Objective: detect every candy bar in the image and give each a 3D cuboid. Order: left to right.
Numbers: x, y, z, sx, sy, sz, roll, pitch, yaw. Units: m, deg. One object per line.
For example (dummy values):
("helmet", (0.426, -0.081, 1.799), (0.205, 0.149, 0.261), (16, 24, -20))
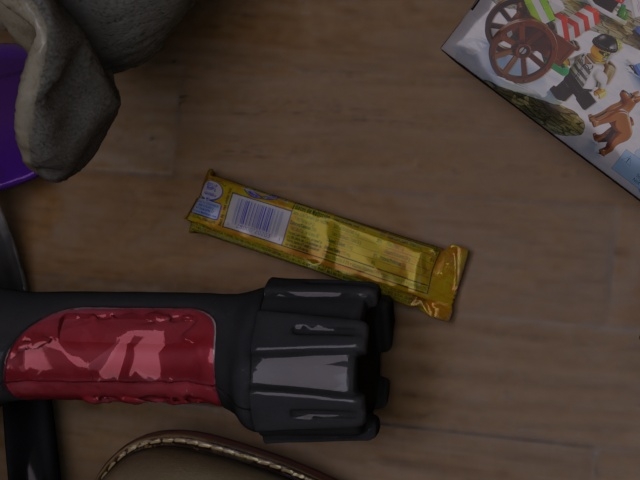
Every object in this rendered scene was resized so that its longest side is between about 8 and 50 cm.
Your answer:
("candy bar", (0.000, 0.000, 0.961), (0.161, 0.018, 0.040), (18, 91, 18))

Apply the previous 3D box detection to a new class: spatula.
("spatula", (-0.175, 0.030, 1.007), (0.084, 0.030, 0.296), (-13, 81, 13))

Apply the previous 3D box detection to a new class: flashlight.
("flashlight", (-0.121, 0.066, 0.923), (0.304, 0.103, 0.103), (1, 79, 12))

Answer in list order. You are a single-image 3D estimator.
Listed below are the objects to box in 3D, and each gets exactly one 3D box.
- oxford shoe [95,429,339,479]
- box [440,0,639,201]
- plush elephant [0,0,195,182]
("oxford shoe", (0.027, 0.227, 0.864), (0.397, 0.146, 0.140), (35, 98, 18))
("box", (0.199, -0.089, 0.892), (0.233, 0.044, 0.159), (39, 97, 17))
("plush elephant", (-0.162, -0.190, 0.923), (0.330, 0.255, 0.272), (12, 52, 44))
